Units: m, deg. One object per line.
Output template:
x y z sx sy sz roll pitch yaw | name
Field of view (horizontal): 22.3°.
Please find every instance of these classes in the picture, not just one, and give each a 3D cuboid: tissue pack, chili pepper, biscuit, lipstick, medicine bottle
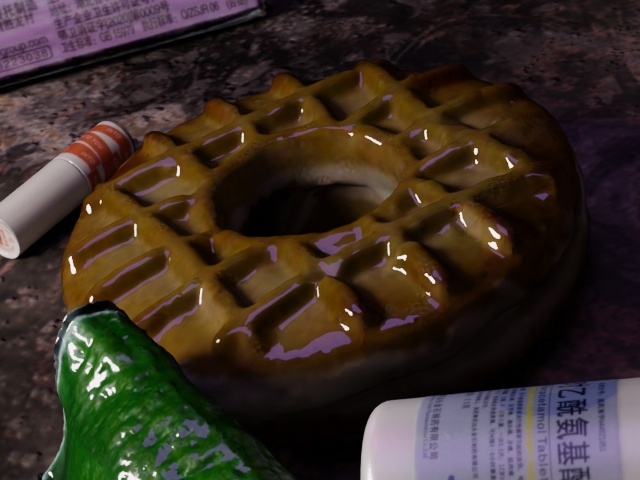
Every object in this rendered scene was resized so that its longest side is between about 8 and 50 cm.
-0.242 -0.243 1.443 0.361 0.122 0.259 -16 35 -4 | tissue pack
-0.049 0.150 0.770 0.099 0.136 0.270 5 24 -36 | chili pepper
0.000 0.000 0.990 0.332 0.103 0.332 -10 33 7 | biscuit
-0.190 -0.039 1.182 0.038 0.038 0.131 12 42 36 | lipstick
0.119 0.119 0.762 0.186 0.103 0.103 -6 34 14 | medicine bottle
